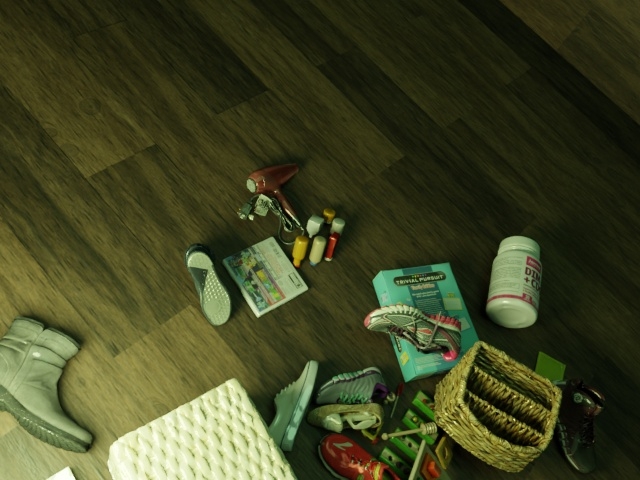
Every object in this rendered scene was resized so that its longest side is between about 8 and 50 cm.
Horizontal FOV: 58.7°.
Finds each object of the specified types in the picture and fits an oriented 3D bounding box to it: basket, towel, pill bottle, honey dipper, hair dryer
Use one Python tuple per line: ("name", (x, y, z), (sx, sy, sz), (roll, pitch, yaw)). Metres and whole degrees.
("basket", (-0.260, 0.527, 1.267), (0.329, 0.266, 0.331), (-24, 70, -29))
("towel", (0.717, 0.473, 1.808), (0.102, 0.021, 0.237), (31, 55, -2))
("pill bottle", (0.649, 0.134, 1.896), (0.161, 0.160, 0.283), (24, 56, -6))
("basket", (0.492, 0.464, 1.566), (0.299, 0.223, 0.213), (33, 28, -2))
("honey dipper", (0.240, 0.520, 1.541), (0.161, 0.030, 0.030), (-4, 63, -22))
("hair dryer", (-0.140, -0.138, 1.834), (0.224, 0.080, 0.293), (29, 59, -22))

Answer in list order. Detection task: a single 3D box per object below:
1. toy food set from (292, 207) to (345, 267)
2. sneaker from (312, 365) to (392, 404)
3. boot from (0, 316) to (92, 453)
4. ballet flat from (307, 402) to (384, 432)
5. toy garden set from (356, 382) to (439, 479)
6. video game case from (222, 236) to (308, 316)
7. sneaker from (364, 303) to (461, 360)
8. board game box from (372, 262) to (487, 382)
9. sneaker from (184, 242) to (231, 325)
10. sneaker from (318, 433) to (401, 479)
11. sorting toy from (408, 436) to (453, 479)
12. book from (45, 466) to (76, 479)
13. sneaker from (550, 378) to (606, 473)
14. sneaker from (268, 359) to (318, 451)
("toy food set", (0.000, 0.000, 1.794), (0.111, 0.104, 0.232), (23, 36, 10))
("sneaker", (0.091, 0.416, 1.553), (0.224, 0.083, 0.098), (-13, 45, -29))
("boot", (-0.635, 0.328, 1.339), (0.338, 0.118, 0.222), (35, 50, -4))
("ballet flat", (0.069, 0.472, 1.507), (0.206, 0.073, 0.067), (-8, 23, -3))
("toy garden set", (0.231, 0.510, 1.587), (0.204, 0.049, 0.244), (39, 55, 5))
("video game case", (-0.164, 0.105, 1.696), (0.184, 0.023, 0.201), (-27, 74, -31))
("sneaker", (0.269, 0.258, 1.613), (0.299, 0.121, 0.111), (14, 60, -12))
("board game box", (0.334, 0.246, 1.763), (0.254, 0.079, 0.335), (-5, 63, -22))
("sneaker", (-0.316, 0.114, 1.598), (0.086, 0.163, 0.226), (-19, 110, -14))
("sneaker", (0.124, 0.585, 1.462), (0.279, 0.118, 0.107), (36, 54, 2))
("sorting toy", (0.290, 0.642, 1.459), (0.196, 0.047, 0.347), (59, 39, -20))
("book", (-0.569, 0.592, 1.256), (0.096, 0.035, 0.144), (-28, 75, -27))
("sneaker", (0.786, 0.544, 1.689), (0.107, 0.162, 0.281), (-8, 72, -34))
("sneaker", (-0.075, 0.421, 1.503), (0.091, 0.094, 0.258), (17, 48, 8))
